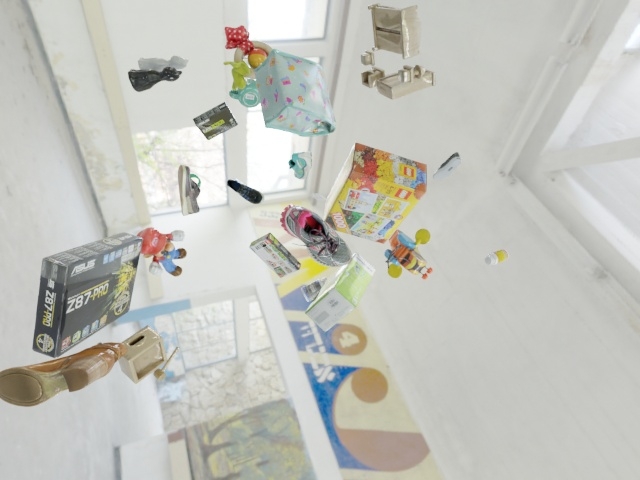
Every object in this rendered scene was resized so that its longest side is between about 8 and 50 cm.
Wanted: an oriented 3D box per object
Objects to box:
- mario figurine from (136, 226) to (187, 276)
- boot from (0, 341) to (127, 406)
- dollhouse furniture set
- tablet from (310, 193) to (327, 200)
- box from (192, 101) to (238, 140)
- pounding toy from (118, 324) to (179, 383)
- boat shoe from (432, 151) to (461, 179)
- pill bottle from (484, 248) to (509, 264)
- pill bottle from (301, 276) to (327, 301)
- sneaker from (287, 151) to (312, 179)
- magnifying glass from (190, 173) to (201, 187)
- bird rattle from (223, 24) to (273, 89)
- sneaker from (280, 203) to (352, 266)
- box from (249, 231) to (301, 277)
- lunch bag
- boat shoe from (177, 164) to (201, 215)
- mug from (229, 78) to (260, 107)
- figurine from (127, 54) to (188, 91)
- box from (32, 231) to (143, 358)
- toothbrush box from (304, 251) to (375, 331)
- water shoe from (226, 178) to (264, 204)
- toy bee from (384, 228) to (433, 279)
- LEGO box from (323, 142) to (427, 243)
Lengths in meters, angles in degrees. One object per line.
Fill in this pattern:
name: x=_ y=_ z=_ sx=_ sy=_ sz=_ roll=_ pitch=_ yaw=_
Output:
mario figurine: x=-0.629 y=0.049 z=1.812 sx=0.198 sy=0.170 sz=0.320 roll=60 pitch=-5 yaw=20
boot: x=-0.705 y=0.348 z=1.213 sx=0.220 sy=0.283 sz=0.109 roll=-78 pitch=153 yaw=-84
dollhouse furniture set: x=0.259 y=-0.672 z=1.428 sx=0.303 sy=0.173 sz=0.356 roll=50 pitch=-23 yaw=50
tablet: x=-0.009 y=-0.195 z=1.976 sx=0.083 sy=0.054 sz=0.006 roll=32 pitch=66 yaw=-59
box: x=-0.543 y=-0.617 z=2.283 sx=0.045 sy=0.190 sz=0.184 roll=61 pitch=-2 yaw=13
pounding toy: x=-0.582 y=0.393 z=1.494 sx=0.094 sy=0.181 sz=0.206 roll=29 pitch=-47 yaw=26
boat shoe: x=0.465 y=-0.270 z=1.609 sx=0.142 sy=0.049 sz=0.040 roll=137 pitch=-38 yaw=-54
pill bottle: x=0.625 y=0.061 z=1.558 sx=0.043 sy=0.083 sz=0.043 roll=41 pitch=-41 yaw=49
pill bottle: x=-0.019 y=0.238 z=2.153 sx=0.078 sy=0.137 sz=0.078 roll=63 pitch=-1 yaw=2
sneaker: x=-0.110 y=-0.386 z=2.204 sx=0.275 sy=0.109 sz=0.107 roll=129 pitch=-37 yaw=-75
magnifying glass: x=-0.604 y=-0.219 z=2.077 sx=0.026 sy=0.092 sz=0.231 roll=45 pitch=-33 yaw=32
bird rattle: x=-0.273 y=-0.702 z=1.692 sx=0.143 sy=0.206 sz=0.254 roll=115 pitch=-22 yaw=-63
sneaker: x=0.000 y=0.000 z=1.413 sx=0.112 sy=0.299 sz=0.121 roll=14 pitch=-108 yaw=54
box: x=-0.189 y=0.066 z=1.848 sx=0.207 sy=0.114 sz=0.036 roll=48 pitch=33 yaw=-27
lunch bag: x=-0.067 y=-0.470 z=1.442 sx=0.160 sy=0.262 sz=0.224 roll=-24 pitch=-107 yaw=43
boat shoe: x=-0.579 y=-0.222 z=1.946 sx=0.285 sy=0.092 sz=0.103 roll=105 pitch=-31 yaw=-46
mug: x=-0.371 y=-0.737 z=2.239 sx=0.129 sy=0.157 sz=0.097 roll=48 pitch=20 yaw=-42
figurine: x=-0.677 y=-0.724 z=1.871 sx=0.215 sy=0.209 sz=0.092 roll=-90 pitch=171 yaw=-48
box: x=-0.774 y=0.164 z=1.488 sx=0.395 sy=0.097 sz=0.318 roll=-50 pitch=156 yaw=-74
toothbrush box: x=0.085 y=0.207 z=1.797 sx=0.122 sy=0.283 sz=0.206 roll=44 pitch=-54 yaw=-2
water shoe: x=-0.368 y=-0.233 z=2.127 sx=0.073 sy=0.203 sz=0.080 roll=-64 pitch=165 yaw=10
toy bee: x=0.296 y=0.066 z=1.487 sx=0.162 sy=0.298 sz=0.195 roll=37 pitch=-50 yaw=0
LEGO box: x=0.260 y=-0.222 z=2.243 sx=0.500 sy=0.372 sz=0.193 roll=118 pitch=-16 yaw=-57
